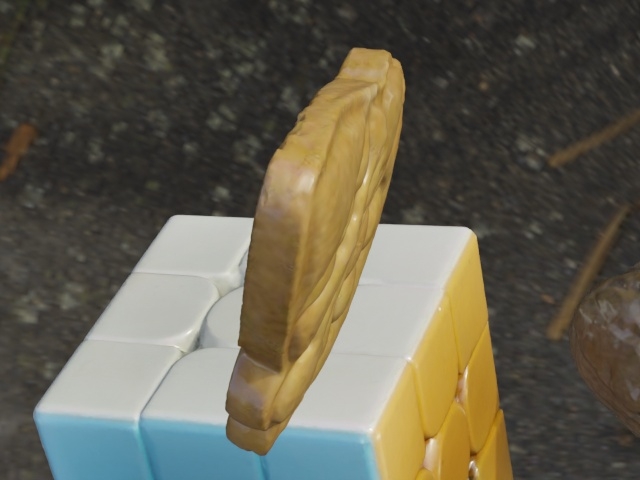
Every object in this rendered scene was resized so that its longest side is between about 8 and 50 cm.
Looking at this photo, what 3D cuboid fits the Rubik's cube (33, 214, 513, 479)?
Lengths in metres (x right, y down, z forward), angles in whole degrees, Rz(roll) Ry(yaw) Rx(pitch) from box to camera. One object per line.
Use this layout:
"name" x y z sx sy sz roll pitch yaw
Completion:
"Rubik's cube" -0.023 0.175 1.524 0.290 0.291 0.291 3 123 21

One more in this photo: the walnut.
"walnut" 0.328 0.106 1.566 0.178 0.178 0.230 -49 59 9

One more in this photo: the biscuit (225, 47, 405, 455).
"biscuit" 0.000 0.000 0.663 0.035 0.250 0.162 15 84 6
